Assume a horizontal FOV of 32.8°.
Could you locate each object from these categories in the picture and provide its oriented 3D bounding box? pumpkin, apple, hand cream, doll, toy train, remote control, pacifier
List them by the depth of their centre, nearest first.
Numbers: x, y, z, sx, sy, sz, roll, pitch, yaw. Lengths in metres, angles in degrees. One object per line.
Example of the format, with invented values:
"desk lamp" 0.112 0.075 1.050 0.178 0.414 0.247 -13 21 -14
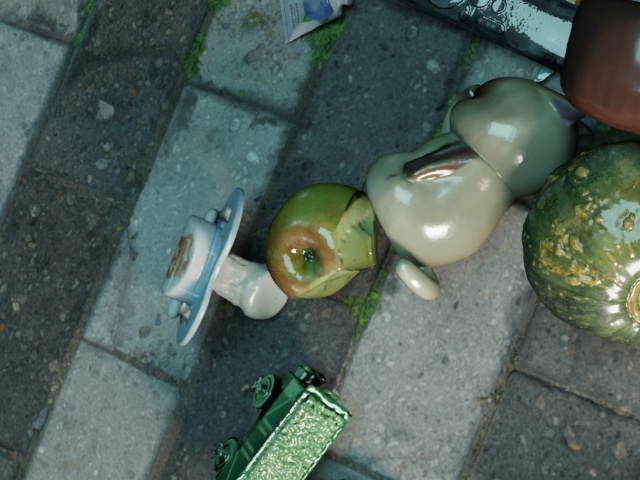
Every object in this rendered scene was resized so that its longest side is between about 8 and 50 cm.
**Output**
"pumpkin" 0.450 -0.004 1.524 0.328 0.257 0.291 12 126 2
"doll" 0.224 -0.106 1.670 0.370 0.215 0.226 -45 69 5
"toy train" -0.081 0.321 1.733 0.115 0.154 0.269 38 88 -22
"apple" 0.000 0.000 1.742 0.174 0.188 0.207 46 109 21
"remote control" 0.281 -0.377 1.752 0.377 0.044 0.107 30 92 20
"pacifier" -0.147 0.056 1.821 0.207 0.227 0.279 22 95 -10
"hand cream" -0.010 -0.404 1.901 0.142 0.053 0.084 -13 77 28

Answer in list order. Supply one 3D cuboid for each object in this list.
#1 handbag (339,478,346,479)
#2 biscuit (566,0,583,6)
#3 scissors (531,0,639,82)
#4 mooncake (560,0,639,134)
"handbag" 0.033 0.485 1.710 0.203 0.074 0.216 0 80 20
"biscuit" 0.341 -0.417 1.774 0.192 0.036 0.186 28 94 22
"scissors" 0.505 -0.403 1.712 0.447 0.029 0.192 -42 69 9
"mooncake" 0.479 -0.225 1.472 0.334 0.326 0.174 -145 61 -61
